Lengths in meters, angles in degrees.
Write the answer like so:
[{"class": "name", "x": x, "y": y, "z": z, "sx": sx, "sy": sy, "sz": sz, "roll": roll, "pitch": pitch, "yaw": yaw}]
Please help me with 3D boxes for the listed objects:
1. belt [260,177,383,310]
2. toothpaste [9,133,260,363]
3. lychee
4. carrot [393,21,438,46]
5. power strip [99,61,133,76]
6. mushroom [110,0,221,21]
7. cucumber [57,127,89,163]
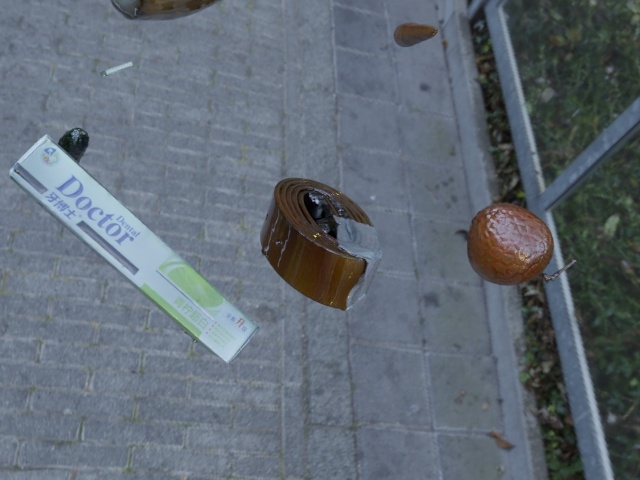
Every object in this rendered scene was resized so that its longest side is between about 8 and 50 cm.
[{"class": "belt", "x": 0.000, "y": 0.000, "z": 1.380, "sx": 0.217, "sy": 0.122, "sz": 0.338, "roll": 9, "pitch": 27, "yaw": -24}, {"class": "toothpaste", "x": -0.221, "y": 0.016, "z": 0.836, "sx": 0.336, "sy": 0.081, "sz": 0.067, "roll": 45, "pitch": 73, "yaw": -18}, {"class": "lychee", "x": 0.244, "y": 0.013, "z": 0.867, "sx": 0.140, "sy": 0.114, "sz": 0.101, "roll": 55, "pitch": 14, "yaw": -8}, {"class": "carrot", "x": 0.174, "y": -0.373, "z": 1.251, "sx": 0.048, "sy": 0.048, "sz": 0.216, "roll": 18, "pitch": 11, "yaw": -12}, {"class": "power strip", "x": -0.530, "y": -0.446, "z": 1.806, "sx": 0.090, "sy": 0.040, "sz": 0.016, "roll": -33, "pitch": 115, "yaw": -35}, {"class": "mushroom", "x": -0.070, "y": -0.436, "z": 0.791, "sx": 0.397, "sy": 0.224, "sz": 0.313, "roll": -16, "pitch": 91, "yaw": -27}, {"class": "cucumber", "x": -0.538, "y": -0.179, "z": 1.472, "sx": 0.067, "sy": 0.245, "sz": 0.067, "roll": 8, "pitch": 71, "yaw": -24}]
